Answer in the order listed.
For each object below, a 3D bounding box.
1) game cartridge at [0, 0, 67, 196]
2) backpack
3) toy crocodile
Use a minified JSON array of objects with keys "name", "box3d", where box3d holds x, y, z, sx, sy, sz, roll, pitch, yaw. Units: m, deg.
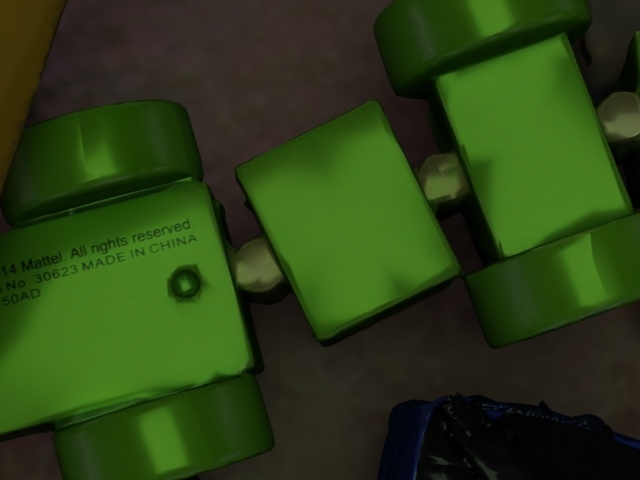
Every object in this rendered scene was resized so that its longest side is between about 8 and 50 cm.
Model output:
[{"name":"game cartridge","box3d":[-0.224,-0.094,0.387,0.323,0.052,0.285,18,92,-15]},{"name":"backpack","box3d":[0.074,0.101,0.482,0.120,0.101,0.098,12,84,-6]},{"name":"toy crocodile","box3d":[0.000,0.000,0.499,0.340,0.105,0.115,-20,83,-2]}]
